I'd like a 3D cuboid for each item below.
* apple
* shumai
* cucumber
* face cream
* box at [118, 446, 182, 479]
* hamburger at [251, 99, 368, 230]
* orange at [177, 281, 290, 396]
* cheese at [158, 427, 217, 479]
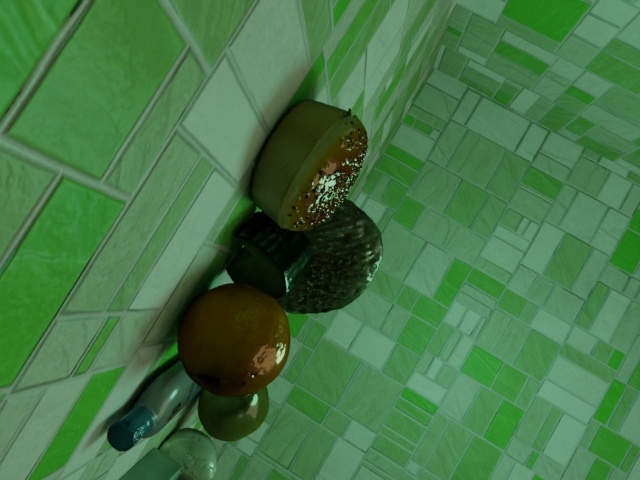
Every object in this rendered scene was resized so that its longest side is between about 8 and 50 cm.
[{"bbox_3d":[-0.303,0.567,1.774,0.262,0.262,0.262,-58,173,-11],"label":"apple"},{"bbox_3d":[0.000,0.000,1.486,0.397,0.324,0.323,-59,-171,29],"label":"shumai"},{"bbox_3d":[-0.119,0.045,1.168,0.130,0.191,0.191,-44,164,-47],"label":"cucumber"},{"bbox_3d":[-0.360,0.365,1.151,0.163,0.080,0.336,-60,174,12],"label":"face cream"},{"bbox_3d":[-0.534,0.766,1.452,0.225,0.117,0.225,-60,173,6],"label":"box"},{"bbox_3d":[-0.013,-0.154,1.071,0.300,0.176,0.300,-57,173,-11],"label":"hamburger"},{"bbox_3d":[-0.187,0.215,1.093,0.246,0.246,0.246,-58,173,-11],"label":"orange"},{"bbox_3d":[-0.440,0.722,1.699,0.154,0.198,0.189,-62,-177,-17],"label":"cheese"}]
